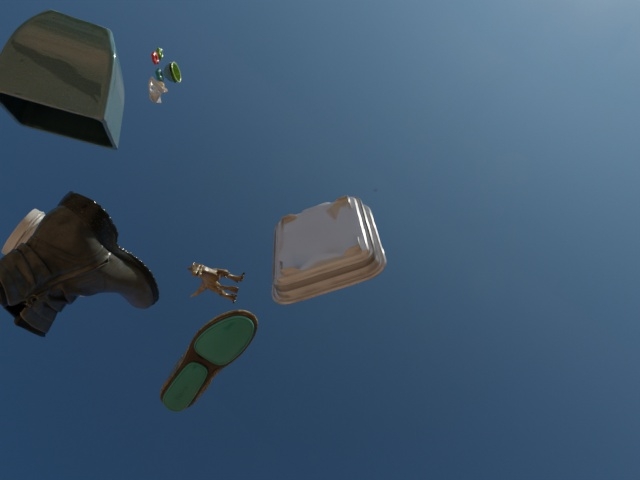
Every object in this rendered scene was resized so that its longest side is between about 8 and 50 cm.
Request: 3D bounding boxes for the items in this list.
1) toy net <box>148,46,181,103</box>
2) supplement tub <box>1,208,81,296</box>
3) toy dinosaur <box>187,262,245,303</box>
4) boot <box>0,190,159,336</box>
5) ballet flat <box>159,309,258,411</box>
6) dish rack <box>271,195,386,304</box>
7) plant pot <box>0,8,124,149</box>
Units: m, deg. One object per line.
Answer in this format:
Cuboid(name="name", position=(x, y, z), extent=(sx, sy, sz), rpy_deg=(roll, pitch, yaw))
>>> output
Cuboid(name="toy net", position=(-0.508, -0.528, 1.410), extent=(0.045, 0.122, 0.232), rpy_deg=(-8, -135, 4))
Cuboid(name="supplement tub", position=(-0.613, 0.030, 1.041), extent=(0.200, 0.144, 0.144), rpy_deg=(34, -93, -22))
Cuboid(name="toy dinosaur", position=(-0.181, 0.067, 0.744), extent=(0.093, 0.183, 0.053), rpy_deg=(20, -112, -6))
Cuboid(name="boot", position=(-0.331, 0.064, 0.598), extent=(0.084, 0.246, 0.161), rpy_deg=(19, -123, 22))
Cuboid(name="ballet flat", position=(-0.282, 0.283, 1.111), extent=(0.123, 0.123, 0.348), rpy_deg=(40, -77, 2))
Cuboid(name="dish rack", position=(0.000, 0.000, 1.113), extent=(0.286, 0.332, 0.072), rpy_deg=(-19, -57, 8))
Cuboid(name="plant pot", position=(-0.622, -0.408, 1.097), extent=(0.247, 0.248, 0.252), rpy_deg=(13, -100, -17))
